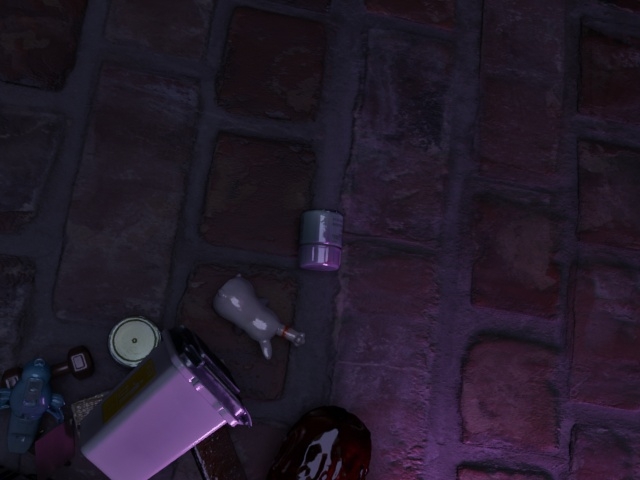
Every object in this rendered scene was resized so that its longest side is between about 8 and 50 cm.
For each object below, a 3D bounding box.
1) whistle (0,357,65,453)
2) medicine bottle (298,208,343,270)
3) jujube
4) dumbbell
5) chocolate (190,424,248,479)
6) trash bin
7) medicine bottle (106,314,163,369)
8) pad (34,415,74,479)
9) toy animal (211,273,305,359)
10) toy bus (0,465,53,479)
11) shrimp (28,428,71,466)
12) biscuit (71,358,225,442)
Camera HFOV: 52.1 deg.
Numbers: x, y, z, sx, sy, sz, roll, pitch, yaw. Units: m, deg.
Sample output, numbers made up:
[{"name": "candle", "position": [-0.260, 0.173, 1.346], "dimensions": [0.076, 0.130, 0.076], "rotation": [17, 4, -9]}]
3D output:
[{"name": "whistle", "position": [-0.749, 0.424, 1.683], "dimensions": [0.186, 0.093, 0.273], "rotation": [14, 104, -23]}, {"name": "medicine bottle", "position": [0.000, 0.000, 1.957], "dimensions": [0.135, 0.135, 0.168], "rotation": [6, 77, -10]}, {"name": "jujube", "position": [-0.006, 0.628, 1.776], "dimensions": [0.259, 0.258, 0.376], "rotation": [27, 70, -5]}, {"name": "dumbbell", "position": [-0.734, 0.359, 1.767], "dimensions": [0.231, 0.082, 0.092], "rotation": [-19, 82, -14]}, {"name": "chocolate", "position": [-0.266, 0.646, 1.795], "dimensions": [0.112, 0.112, 0.321], "rotation": [-23, 84, -23]}, {"name": "trash bin", "position": [-0.391, 0.439, 1.654], "dimensions": [0.368, 0.256, 0.296], "rotation": [-40, 114, -8]}, {"name": "medicine bottle", "position": [-0.507, 0.281, 1.796], "dimensions": [0.148, 0.143, 0.147], "rotation": [3, 77, -14]}, {"name": "pad", "position": [-0.678, 0.537, 1.682], "dimensions": [0.006, 0.188, 0.113], "rotation": [-1, 94, 7]}, {"name": "toy animal", "position": [-0.186, 0.229, 1.882], "dimensions": [0.282, 0.138, 0.140], "rotation": [42, 82, -8]}, {"name": "toy bus", "position": [-0.674, 0.726, 1.620], "dimensions": [0.440, 0.249, 0.209], "rotation": [21, 76, -7]}, {"name": "shrimp", "position": [-0.730, 0.512, 1.766], "dimensions": [0.195, 0.035, 0.147], "rotation": [32, 72, -2]}, {"name": "biscuit", "position": [-0.459, 0.445, 1.807], "dimensions": [0.426, 0.078, 0.143], "rotation": [-15, 82, -15]}]
